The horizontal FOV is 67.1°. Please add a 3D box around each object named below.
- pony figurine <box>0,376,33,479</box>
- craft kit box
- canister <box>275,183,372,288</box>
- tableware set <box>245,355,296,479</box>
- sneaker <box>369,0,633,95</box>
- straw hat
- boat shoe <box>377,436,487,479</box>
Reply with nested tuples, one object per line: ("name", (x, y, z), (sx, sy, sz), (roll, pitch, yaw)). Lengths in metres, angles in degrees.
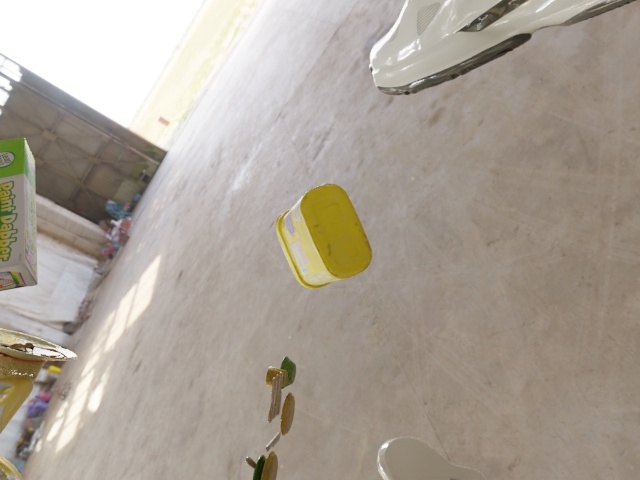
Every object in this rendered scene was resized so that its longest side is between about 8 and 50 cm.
("pony figurine", (-0.417, 0.284, 0.423), (0.363, 0.350, 0.303), (37, 113, 47))
("craft kit box", (-0.525, -0.025, 0.650), (0.061, 0.246, 0.250), (105, 147, -50))
("canister", (0.000, 0.000, 0.661), (0.073, 0.126, 0.170), (-23, -2, -16))
("tableware set", (-0.053, 0.211, 0.532), (0.104, 0.024, 0.154), (7, -93, -77))
("sneaker", (0.168, -0.325, 0.479), (0.169, 0.258, 0.447), (-37, 16, -26))
("straw hat", (-0.424, 0.171, 0.670), (0.144, 0.144, 0.061), (-1, 68, 62))
("boat shoe", (0.118, 0.270, 0.541), (0.063, 0.184, 0.066), (-34, 42, 34))
